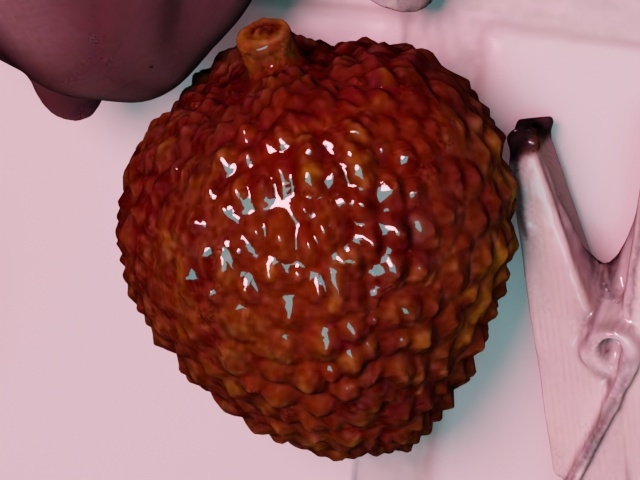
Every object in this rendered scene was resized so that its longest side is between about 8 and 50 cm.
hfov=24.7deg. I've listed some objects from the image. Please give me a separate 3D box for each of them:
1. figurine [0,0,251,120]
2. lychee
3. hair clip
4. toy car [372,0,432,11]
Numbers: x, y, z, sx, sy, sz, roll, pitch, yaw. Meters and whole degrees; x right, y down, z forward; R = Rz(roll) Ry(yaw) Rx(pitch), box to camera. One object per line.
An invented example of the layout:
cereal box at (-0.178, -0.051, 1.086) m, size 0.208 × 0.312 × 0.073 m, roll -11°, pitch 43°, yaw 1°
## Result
figurine at (-0.184, -0.186, 0.858) m, size 0.365 × 0.206 × 0.218 m, roll 5°, pitch 84°, yaw 44°
lychee at (0.000, 0.000, 0.837) m, size 0.236 × 0.236 × 0.271 m, roll -1°, pitch 118°, yaw 10°
hair clip at (0.185, 0.086, 0.890) m, size 0.101 × 0.085 × 0.331 m, roll -6°, pitch 106°, yaw 13°
toy car at (0.043, -0.223, 0.867) m, size 0.161 × 0.098 × 0.126 m, roll 39°, pitch 132°, yaw 30°
